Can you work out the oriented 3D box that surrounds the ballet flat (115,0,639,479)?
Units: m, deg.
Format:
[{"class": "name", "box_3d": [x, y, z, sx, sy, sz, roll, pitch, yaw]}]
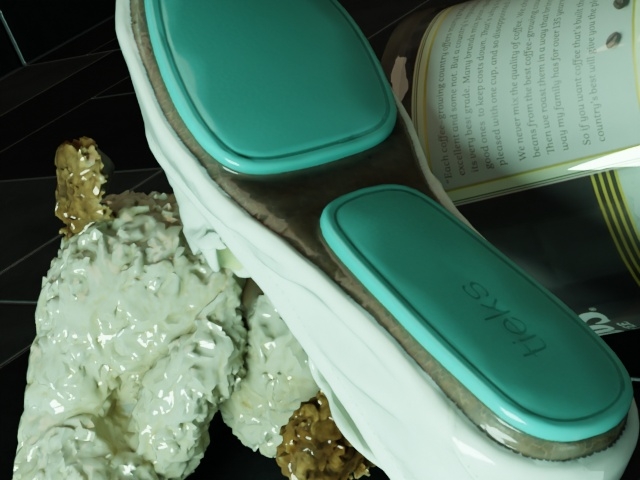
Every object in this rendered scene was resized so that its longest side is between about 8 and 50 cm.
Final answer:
[{"class": "ballet flat", "box_3d": [0.000, 0.000, 0.876, 0.139, 0.139, 0.400, -28, 55, -13]}]

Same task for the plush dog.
[{"class": "plush dog", "box_3d": [-0.039, 0.049, 1.013, 0.225, 0.211, 0.262, 7, 25, 7]}]

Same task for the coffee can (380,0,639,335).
[{"class": "coffee can", "box_3d": [0.196, -0.059, 0.945, 0.275, 0.201, 0.201, -13, 20, 31]}]
